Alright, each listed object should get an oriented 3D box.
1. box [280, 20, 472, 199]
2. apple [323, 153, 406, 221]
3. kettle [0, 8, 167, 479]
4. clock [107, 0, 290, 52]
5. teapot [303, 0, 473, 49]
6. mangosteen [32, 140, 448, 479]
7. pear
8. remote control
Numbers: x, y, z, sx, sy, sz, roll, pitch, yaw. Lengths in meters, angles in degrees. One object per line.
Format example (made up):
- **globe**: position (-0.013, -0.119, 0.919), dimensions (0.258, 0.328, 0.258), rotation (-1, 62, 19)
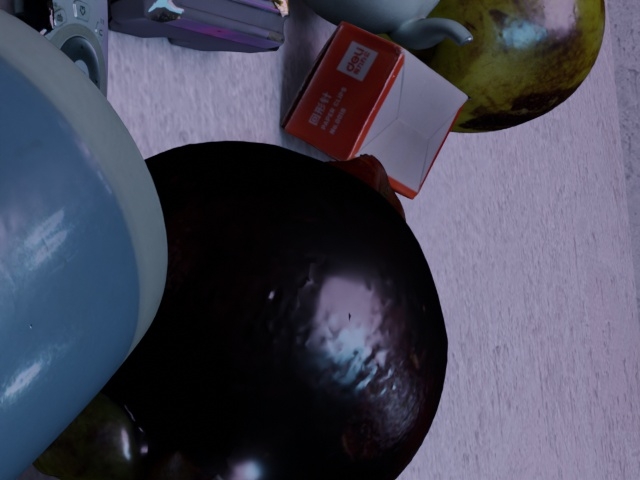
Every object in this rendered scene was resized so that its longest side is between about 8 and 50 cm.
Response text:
- **box**: position (0.058, -0.133, 1.491), dimensions (0.133, 0.099, 0.182), rotation (-62, 151, 4)
- **apple**: position (-0.003, 0.006, 1.300), dimensions (0.156, 0.158, 0.147), rotation (56, 21, -45)
- **kettle**: position (-0.257, 0.093, 0.657), dimensions (0.342, 0.247, 0.319), rotation (-55, 159, -46)
- **clock**: position (-0.112, -0.261, 1.218), dimensions (0.253, 0.083, 0.186), rotation (0, 84, -66)
- **teapot**: position (0.053, -0.312, 1.481), dimensions (0.193, 0.129, 0.294), rotation (-24, 87, -36)
- **mangosteen**: position (-0.056, 0.082, 0.982), dimensions (0.313, 0.297, 0.297), rotation (-85, 157, -56)
- **pear**: position (0.190, -0.252, 1.666), dimensions (0.283, 0.283, 0.284), rotation (-7, 90, -66)
- **remote control**: position (-0.193, -0.134, 1.051), dimensions (0.097, 0.045, 0.256), rotation (14, 74, -64)
